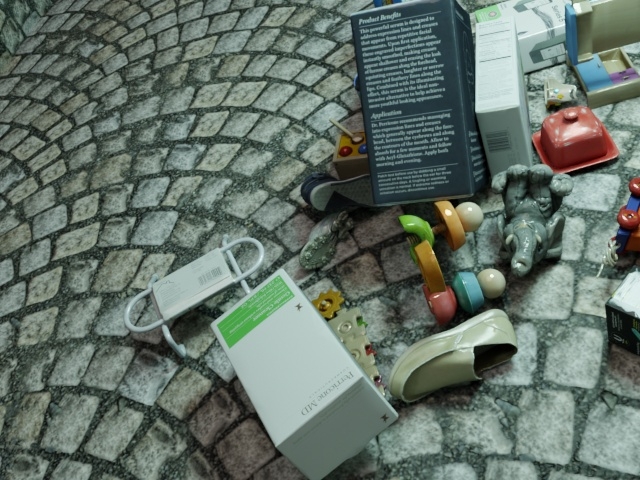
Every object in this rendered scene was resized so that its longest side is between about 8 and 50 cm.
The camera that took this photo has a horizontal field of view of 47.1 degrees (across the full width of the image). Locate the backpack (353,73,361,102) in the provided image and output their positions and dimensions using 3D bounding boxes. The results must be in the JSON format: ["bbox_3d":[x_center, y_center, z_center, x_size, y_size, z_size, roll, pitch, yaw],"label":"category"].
[{"bbox_3d":[0.215,-0.407,1.884,0.276,0.213,0.263,6,44,36],"label":"backpack"}]

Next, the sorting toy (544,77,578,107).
[{"bbox_3d":[0.587,-0.356,1.790,0.075,0.045,0.083,-1,48,13],"label":"sorting toy"}]

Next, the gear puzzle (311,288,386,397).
[{"bbox_3d":[0.028,0.230,1.492,0.175,0.044,0.339,-28,39,11],"label":"gear puzzle"}]

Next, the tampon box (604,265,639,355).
[{"bbox_3d":[0.591,0.140,1.263,0.161,0.120,0.101,29,66,40],"label":"tampon box"}]

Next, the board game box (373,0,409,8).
[{"bbox_3d":[0.256,-0.673,2.041,0.086,0.308,0.302,7,54,28],"label":"board game box"}]

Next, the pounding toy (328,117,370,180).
[{"bbox_3d":[0.087,-0.238,1.857,0.130,0.100,0.141,-6,47,19],"label":"pounding toy"}]

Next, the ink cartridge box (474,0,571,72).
[{"bbox_3d":[0.565,-0.550,1.925,0.272,0.115,0.198,-15,44,11],"label":"ink cartridge box"}]

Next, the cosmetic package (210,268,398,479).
[{"bbox_3d":[-0.041,0.241,1.375,0.197,0.155,0.365,-39,37,-4],"label":"cosmetic package"}]

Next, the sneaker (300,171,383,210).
[{"bbox_3d":[0.063,-0.122,1.771,0.226,0.086,0.163,-4,10,-18],"label":"sneaker"}]

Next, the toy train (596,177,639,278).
[{"bbox_3d":[0.630,0.003,1.400,0.143,0.105,0.248,19,58,21],"label":"toy train"}]

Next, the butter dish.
[{"bbox_3d":[0.562,-0.244,1.638,0.159,0.118,0.160,-17,45,10],"label":"butter dish"}]

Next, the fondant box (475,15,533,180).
[{"bbox_3d":[0.422,-0.317,1.683,0.096,0.238,0.330,-6,47,20],"label":"fondant box"}]

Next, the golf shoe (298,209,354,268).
[{"bbox_3d":[0.000,0.000,1.715,0.086,0.069,0.176,7,45,51],"label":"golf shoe"}]

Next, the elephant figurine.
[{"bbox_3d":[0.416,-0.021,1.482,0.169,0.186,0.240,-18,62,59],"label":"elephant figurine"}]

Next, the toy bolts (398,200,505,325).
[{"bbox_3d":[0.270,0.049,1.410,0.158,0.229,0.218,-20,21,2],"label":"toy bolts"}]

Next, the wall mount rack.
[{"bbox_3d":[-0.286,0.098,1.701,0.350,0.130,0.304,-29,48,-3],"label":"wall mount rack"}]

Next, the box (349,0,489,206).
[{"bbox_3d":[0.222,-0.290,1.570,0.211,0.396,0.293,-5,6,19],"label":"box"}]

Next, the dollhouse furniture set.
[{"bbox_3d":[0.698,-0.506,1.689,0.286,0.303,0.198,-15,46,11],"label":"dollhouse furniture set"}]

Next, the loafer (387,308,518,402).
[{"bbox_3d":[0.249,0.221,1.355,0.268,0.102,0.092,-30,38,-6],"label":"loafer"}]
